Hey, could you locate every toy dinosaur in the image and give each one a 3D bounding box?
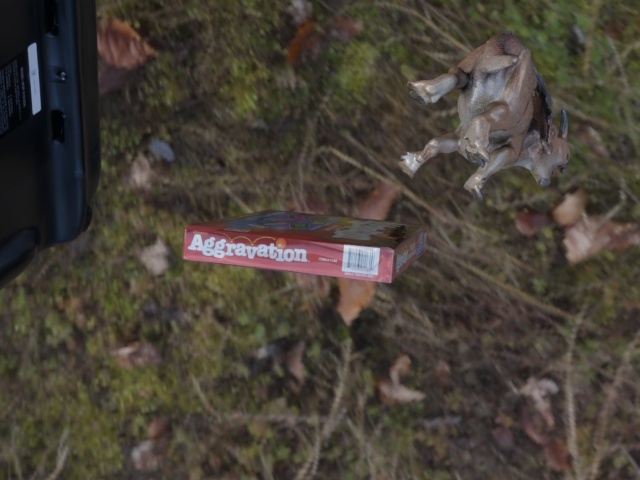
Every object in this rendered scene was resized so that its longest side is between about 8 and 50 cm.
[{"bbox_3d":[0.200,-0.157,1.459,0.200,0.127,0.295,-42,155,-20],"label":"toy dinosaur"}]

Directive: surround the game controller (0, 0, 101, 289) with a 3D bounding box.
[{"bbox_3d":[-0.208,-0.104,0.861,0.166,0.067,0.319,-38,146,-39],"label":"game controller"}]

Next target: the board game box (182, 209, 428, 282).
[{"bbox_3d":[0.000,0.000,1.018,0.145,0.281,0.027,7,95,8],"label":"board game box"}]
